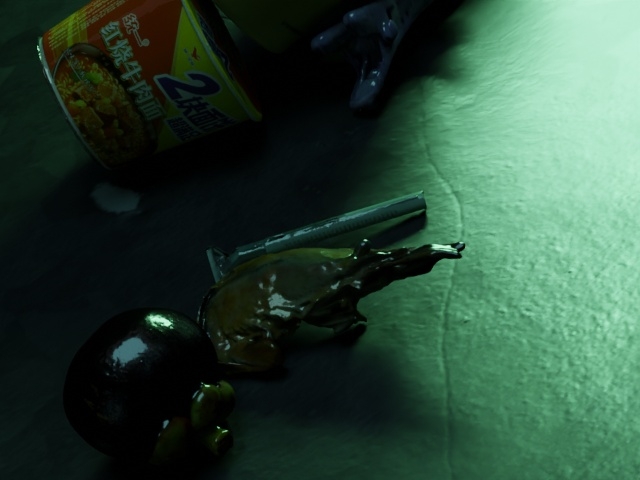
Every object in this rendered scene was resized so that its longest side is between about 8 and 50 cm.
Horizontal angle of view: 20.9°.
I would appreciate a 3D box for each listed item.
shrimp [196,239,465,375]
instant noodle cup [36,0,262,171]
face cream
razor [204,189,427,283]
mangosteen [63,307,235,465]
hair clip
[{"bbox_3d":[0.011,0.060,1.499,0.262,0.066,0.117,-8,65,32],"label":"shrimp"},{"bbox_3d":[-0.183,-0.181,1.819,0.174,0.213,0.213,-26,34,7],"label":"instant noodle cup"},{"bbox_3d":[-0.047,-0.333,1.826,0.179,0.218,0.218,-40,32,12],"label":"face cream"},{"bbox_3d":[-0.002,-0.006,1.615,0.211,0.036,0.084,-22,36,-1],"label":"razor"},{"bbox_3d":[-0.134,0.128,1.438,0.151,0.137,0.137,35,57,12],"label":"mangosteen"},{"bbox_3d":[0.083,-0.253,1.851,0.137,0.090,0.278,-24,24,42],"label":"hair clip"}]
